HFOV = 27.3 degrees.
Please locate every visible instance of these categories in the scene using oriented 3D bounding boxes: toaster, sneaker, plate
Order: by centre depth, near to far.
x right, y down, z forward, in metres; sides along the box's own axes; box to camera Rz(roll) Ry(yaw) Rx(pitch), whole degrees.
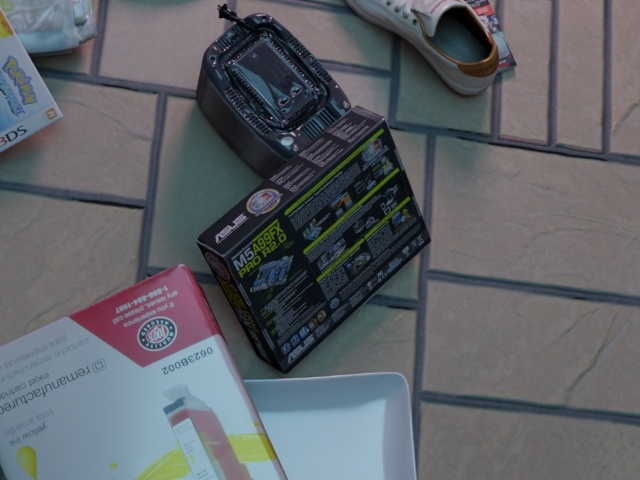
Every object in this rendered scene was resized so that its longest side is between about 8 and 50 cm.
[{"bbox_3d":[-0.018,0.304,1.605,0.278,0.045,0.277,-2,75,-13],"label":"plate"},{"bbox_3d":[-0.072,-0.181,1.671,0.227,0.146,0.129,46,70,2],"label":"toaster"},{"bbox_3d":[0.130,-0.323,1.761,0.290,0.123,0.106,40,79,6],"label":"sneaker"}]

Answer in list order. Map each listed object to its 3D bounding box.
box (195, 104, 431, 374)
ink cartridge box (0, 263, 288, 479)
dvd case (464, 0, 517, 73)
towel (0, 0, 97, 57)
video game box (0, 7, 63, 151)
[{"bbox_3d":[0.000,0.000,1.615,0.270,0.216,0.060,-42,42,-19],"label":"box"},{"bbox_3d":[-0.189,0.263,1.481,0.279,0.160,0.384,-25,78,-6],"label":"ink cartridge box"},{"bbox_3d":[0.212,-0.282,1.834,0.087,0.013,0.119,-20,79,-17],"label":"dvd case"},{"bbox_3d":[-0.472,-0.378,1.612,0.375,0.090,0.320,-6,100,-17],"label":"towel"},{"bbox_3d":[-0.440,-0.191,1.586,0.187,0.048,0.205,-32,113,-11],"label":"video game box"}]
